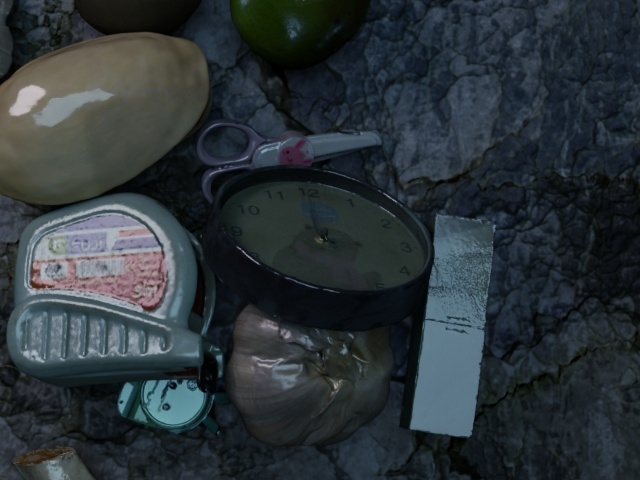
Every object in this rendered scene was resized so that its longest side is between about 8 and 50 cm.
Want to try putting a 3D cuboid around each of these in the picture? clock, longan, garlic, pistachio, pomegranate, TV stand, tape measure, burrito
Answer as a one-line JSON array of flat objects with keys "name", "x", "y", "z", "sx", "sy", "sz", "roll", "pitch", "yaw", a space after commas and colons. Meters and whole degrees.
[{"name": "clock", "x": 0.000, "y": 0.000, "z": 1.249, "sx": 0.280, "sy": 0.280, "sz": 0.055, "roll": 15, "pitch": 123, "yaw": -1}, {"name": "longan", "x": -0.236, "y": -0.336, "z": 1.328, "sx": 0.159, "sy": 0.204, "sz": 0.185, "roll": 57, "pitch": 44, "yaw": -33}, {"name": "garlic", "x": -0.006, "y": 0.143, "z": 1.258, "sx": 0.228, "sy": 0.152, "sz": 0.228, "roll": -7, "pitch": 102, "yaw": -34}, {"name": "pistachio", "x": -0.272, "y": -0.148, "z": 1.277, "sx": 0.299, "sy": 0.187, "sz": 0.187, "roll": -22, "pitch": 84, "yaw": -7}, {"name": "clock", "x": -0.178, "y": 0.192, "z": 1.312, "sx": 0.135, "sy": 0.041, "sz": 0.101, "roll": 21, "pitch": 82, "yaw": 0}, {"name": "pomegranate", "x": -0.047, "y": -0.326, "z": 1.322, "sx": 0.187, "sy": 0.187, "sz": 0.225, "roll": -44, "pitch": 88, "yaw": -8}, {"name": "TV stand", "x": 0.160, "y": 0.107, "z": 1.322, "sx": 0.083, "sy": 0.088, "sz": 0.269, "roll": 8, "pitch": 83, "yaw": -2}, {"name": "tape measure", "x": -0.240, "y": 0.070, "z": 1.263, "sx": 0.243, "sy": 0.125, "sz": 0.246, "roll": -4, "pitch": 70, "yaw": 10}, {"name": "burrito", "x": -0.280, "y": 0.335, "z": 1.273, "sx": 0.226, "sy": 0.087, "sz": 0.060, "roll": 52, "pitch": 39, "yaw": 1}]

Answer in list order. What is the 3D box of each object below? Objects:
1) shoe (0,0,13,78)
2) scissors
[{"name": "shoe", "x": -0.458, "y": -0.266, "z": 1.343, "sx": 0.099, "sy": 0.125, "sz": 0.227, "roll": 11, "pitch": 52, "yaw": -36}, {"name": "scissors", "x": -0.038, "y": -0.111, "z": 1.354, "sx": 0.242, "sy": 0.030, "sz": 0.118, "roll": -11, "pitch": 116, "yaw": -13}]
